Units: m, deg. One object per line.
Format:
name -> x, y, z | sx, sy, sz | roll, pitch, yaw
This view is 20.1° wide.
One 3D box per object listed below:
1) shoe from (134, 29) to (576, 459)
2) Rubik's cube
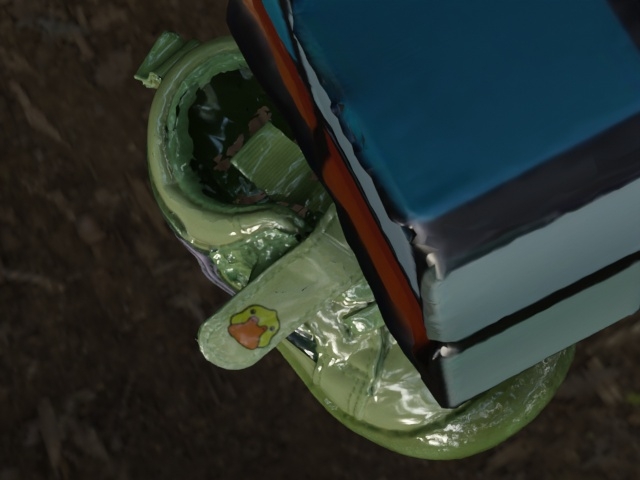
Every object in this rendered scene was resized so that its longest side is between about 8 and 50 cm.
shoe -> 0.001, 0.002, 0.895 | 0.140, 0.262, 0.128 | -46, 161, 11
Rubik's cube -> 0.065, -0.076, 0.546 | 0.167, 0.183, 0.180 | -28, 161, -4
